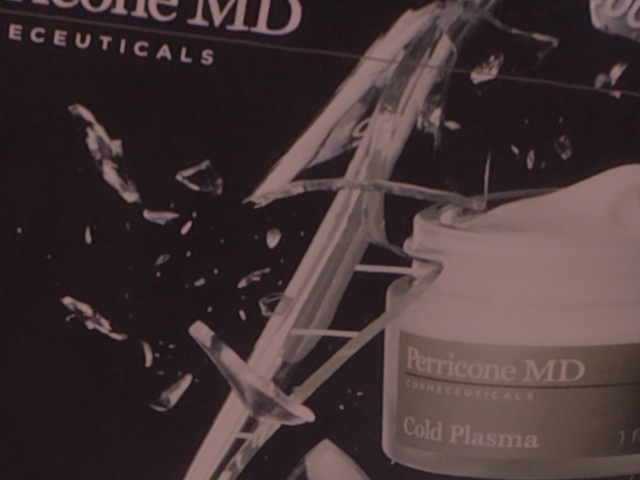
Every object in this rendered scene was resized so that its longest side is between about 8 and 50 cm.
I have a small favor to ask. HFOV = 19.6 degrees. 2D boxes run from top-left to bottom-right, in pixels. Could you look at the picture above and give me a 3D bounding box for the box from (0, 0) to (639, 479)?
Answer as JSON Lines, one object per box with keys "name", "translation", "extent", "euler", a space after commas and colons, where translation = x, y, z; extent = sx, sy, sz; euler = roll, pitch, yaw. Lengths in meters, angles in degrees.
{"name": "box", "translation": [0.000, 0.000, 0.981], "extent": [0.479, 0.297, 0.472], "euler": [6, -58, -8]}
